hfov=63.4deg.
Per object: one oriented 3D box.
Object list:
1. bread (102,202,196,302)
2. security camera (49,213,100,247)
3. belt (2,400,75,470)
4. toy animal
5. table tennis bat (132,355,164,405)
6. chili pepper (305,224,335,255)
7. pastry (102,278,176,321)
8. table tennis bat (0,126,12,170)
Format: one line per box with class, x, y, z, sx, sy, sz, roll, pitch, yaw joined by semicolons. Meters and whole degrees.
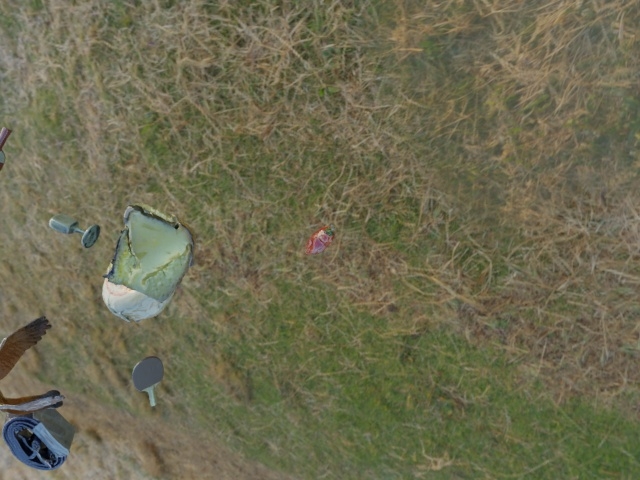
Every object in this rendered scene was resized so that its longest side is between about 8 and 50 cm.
bread;-0.426;0.023;1.353;0.204;0.162;0.262;29;119;-11
security camera;-0.523;-0.025;1.097;0.092;0.058;0.058;24;127;4
belt;-0.853;0.591;1.564;0.230;0.139;0.126;66;173;-28
toy animal;-0.774;0.359;1.235;0.225;0.302;0.284;60;139;25
table tennis bat;-0.463;0.384;1.408;0.013;0.087;0.156;22;122;40
chili pepper;0.001;0.001;1.519;0.059;0.050;0.191;62;145;10
pastry;-0.561;0.127;1.635;0.265;0.265;0.133;9;154;28
table tennis bat;-0.816;-0.212;1.293;0.019;0.098;0.155;30;91;5
